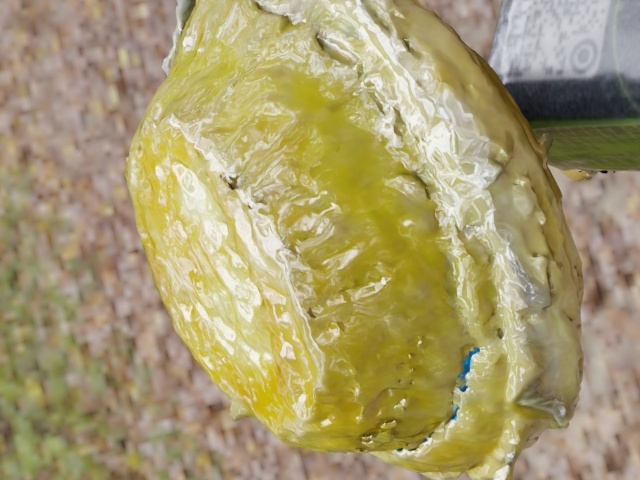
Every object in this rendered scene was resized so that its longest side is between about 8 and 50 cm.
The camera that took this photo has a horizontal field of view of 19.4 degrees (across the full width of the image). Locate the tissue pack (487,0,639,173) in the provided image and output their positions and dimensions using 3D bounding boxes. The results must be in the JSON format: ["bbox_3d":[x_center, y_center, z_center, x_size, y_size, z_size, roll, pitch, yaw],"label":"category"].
[{"bbox_3d":[0.289,-0.185,1.104,0.394,0.124,0.288,2,73,51],"label":"tissue pack"}]

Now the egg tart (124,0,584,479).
[{"bbox_3d":[0.000,0.000,1.164,0.388,0.169,0.388,43,150,33],"label":"egg tart"}]

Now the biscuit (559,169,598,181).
[{"bbox_3d":[0.251,-0.190,1.514,0.305,0.038,0.305,-163,90,-86],"label":"biscuit"}]
